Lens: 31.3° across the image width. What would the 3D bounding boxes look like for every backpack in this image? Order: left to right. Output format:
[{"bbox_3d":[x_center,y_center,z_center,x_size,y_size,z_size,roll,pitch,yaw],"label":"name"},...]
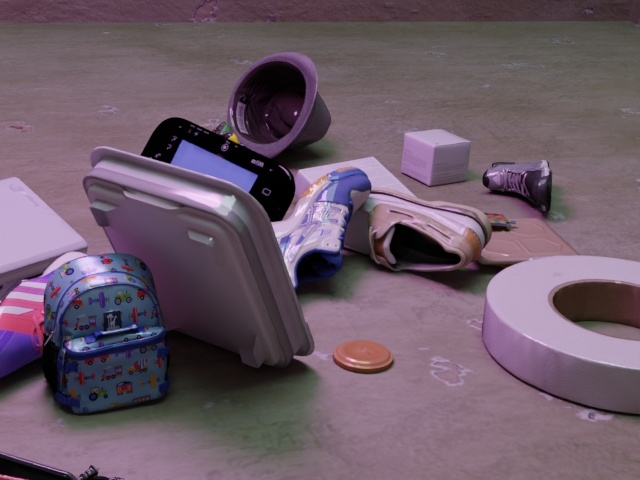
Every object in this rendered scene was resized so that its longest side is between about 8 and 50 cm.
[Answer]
[{"bbox_3d":[-0.264,0.109,1.420,0.158,0.173,0.117,-5,23,-24],"label":"backpack"}]

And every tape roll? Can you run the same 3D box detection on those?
[{"bbox_3d":[0.425,0.125,1.638,0.392,0.072,0.392,3,21,-1],"label":"tape roll"}]

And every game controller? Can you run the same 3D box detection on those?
[{"bbox_3d":[-0.184,-0.091,1.900,0.319,0.166,0.067,26,6,31],"label":"game controller"}]

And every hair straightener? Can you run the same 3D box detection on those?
[{"bbox_3d":[-0.244,0.258,1.216,0.230,0.047,0.089,6,22,5],"label":"hair straightener"}]

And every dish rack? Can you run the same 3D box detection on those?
[{"bbox_3d":[-0.167,0.039,1.478,0.285,0.333,0.072,18,54,30],"label":"dish rack"}]

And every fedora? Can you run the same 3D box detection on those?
[{"bbox_3d":[-0.071,-0.271,2.419,0.275,0.243,0.124,14,-7,45],"label":"fedora"}]

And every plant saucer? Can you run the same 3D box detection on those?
[{"bbox_3d":[0.059,0.157,1.571,0.083,0.013,0.083,3,22,-1],"label":"plant saucer"}]

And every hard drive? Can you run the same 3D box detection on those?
[{"bbox_3d":[-0.542,0.000,1.755,0.203,0.040,0.307,39,37,25],"label":"hard drive"}]

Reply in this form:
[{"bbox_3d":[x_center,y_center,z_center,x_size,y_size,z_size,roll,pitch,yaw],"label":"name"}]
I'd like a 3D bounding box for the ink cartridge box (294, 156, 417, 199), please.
[{"bbox_3d":[0.087,-0.063,2.113,0.189,0.066,0.232,-13,48,-36],"label":"ink cartridge box"}]

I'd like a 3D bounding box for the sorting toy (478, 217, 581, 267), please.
[{"bbox_3d":[0.331,0.006,1.980,0.208,0.038,0.193,3,21,-14],"label":"sorting toy"}]

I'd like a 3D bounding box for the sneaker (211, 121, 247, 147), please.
[{"bbox_3d":[-0.173,-0.122,2.130,0.146,0.134,0.343,44,2,-15],"label":"sneaker"}]

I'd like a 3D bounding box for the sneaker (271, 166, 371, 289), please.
[{"bbox_3d":[0.000,0.000,1.798,0.131,0.112,0.296,33,57,25],"label":"sneaker"}]

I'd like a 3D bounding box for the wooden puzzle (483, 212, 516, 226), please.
[{"bbox_3d":[0.305,-0.037,2.017,0.083,0.006,0.049,3,21,-13],"label":"wooden puzzle"}]

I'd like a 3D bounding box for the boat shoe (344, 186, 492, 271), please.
[{"bbox_3d":[0.122,-0.013,1.876,0.302,0.113,0.103,4,33,30],"label":"boat shoe"}]

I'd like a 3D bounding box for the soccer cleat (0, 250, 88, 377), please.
[{"bbox_3d":[-0.350,0.100,1.531,0.116,0.108,0.318,13,20,12],"label":"soccer cleat"}]

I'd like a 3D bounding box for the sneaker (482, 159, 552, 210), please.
[{"bbox_3d":[0.381,-0.108,2.225,0.132,0.086,0.228,2,11,8],"label":"sneaker"}]

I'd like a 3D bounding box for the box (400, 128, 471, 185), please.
[{"bbox_3d":[0.234,-0.171,2.331,0.102,0.087,0.101,-10,26,-32],"label":"box"}]
